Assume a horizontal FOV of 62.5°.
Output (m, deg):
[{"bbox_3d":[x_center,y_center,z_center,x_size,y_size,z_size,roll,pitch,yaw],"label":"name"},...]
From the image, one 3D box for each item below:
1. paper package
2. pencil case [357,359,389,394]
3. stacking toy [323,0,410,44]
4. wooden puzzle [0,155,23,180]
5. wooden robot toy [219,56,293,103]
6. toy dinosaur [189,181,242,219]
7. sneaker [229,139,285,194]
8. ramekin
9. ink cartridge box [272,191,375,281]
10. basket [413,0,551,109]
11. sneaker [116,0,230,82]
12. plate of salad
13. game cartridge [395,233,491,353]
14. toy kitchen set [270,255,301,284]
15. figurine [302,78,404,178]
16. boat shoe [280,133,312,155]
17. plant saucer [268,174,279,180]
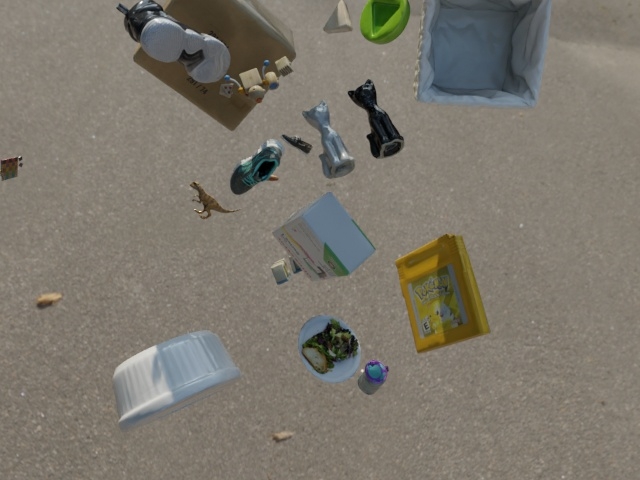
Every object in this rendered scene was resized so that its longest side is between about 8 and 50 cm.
[{"bbox_3d":[-0.275,-0.511,1.387,0.325,0.309,0.168,32,30,-30],"label":"paper package"},{"bbox_3d":[0.145,0.382,1.472,0.065,0.151,0.070,2,61,-5],"label":"pencil case"},{"bbox_3d":[0.171,-0.618,1.326,0.309,0.279,0.130,27,11,41],"label":"stacking toy"},{"bbox_3d":[-0.716,-0.166,1.214,0.006,0.049,0.083,15,19,5],"label":"wooden puzzle"},{"bbox_3d":[-0.136,-0.334,1.167,0.174,0.076,0.079,-21,69,-1],"label":"wooden robot toy"},{"bbox_3d":[-0.396,-0.128,1.922,0.211,0.112,0.064,39,4,-28],"label":"toy dinosaur"},{"bbox_3d":[-0.148,-0.154,1.185,0.065,0.166,0.076,34,30,-28],"label":"sneaker"},{"bbox_3d":[-0.315,0.295,1.136,0.273,0.273,0.127,-20,75,-26],"label":"ramekin"},{"bbox_3d":[0.000,0.000,1.477,0.117,0.278,0.201,-41,97,-21],"label":"ink cartridge box"},{"bbox_3d":[0.434,-0.547,1.489,0.329,0.331,0.266,4,16,4],"label":"basket"},{"bbox_3d":[-0.313,-0.439,1.144,0.153,0.101,0.269,43,17,18],"label":"sneaker"},{"bbox_3d":[0.032,0.299,1.484,0.200,0.048,0.199,15,55,-22],"label":"plate of salad"},{"bbox_3d":[0.369,0.168,1.655,0.053,0.285,0.323,0,68,-34],"label":"game cartridge"},{"bbox_3d":[-0.051,0.100,1.848,0.207,0.166,0.122,-23,94,3],"label":"toy kitchen set"},{"bbox_3d":[0.074,-0.288,1.337,0.215,0.092,0.209,-23,72,3],"label":"figurine"},{"bbox_3d":[-0.070,-0.295,1.589,0.125,0.038,0.046,25,19,-46],"label":"boat shoe"},{"bbox_3d":[-0.212,-0.257,2.156,0.084,0.083,0.013,5,86,-6],"label":"plant saucer"}]
